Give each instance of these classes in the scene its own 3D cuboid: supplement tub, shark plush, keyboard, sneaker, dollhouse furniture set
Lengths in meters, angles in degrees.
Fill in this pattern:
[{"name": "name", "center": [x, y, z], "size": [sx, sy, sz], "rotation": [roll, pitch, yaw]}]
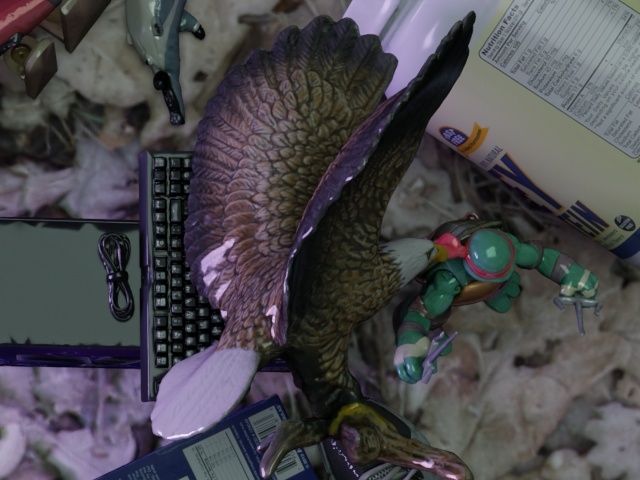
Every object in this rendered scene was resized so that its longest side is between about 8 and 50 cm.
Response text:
[{"name": "supplement tub", "center": [0.196, -0.151, 1.475], "size": [0.325, 0.235, 0.235], "rotation": [33, 80, -1]}, {"name": "shark plush", "center": [-0.120, -0.179, 1.540], "size": [0.067, 0.073, 0.161], "rotation": [-4, 76, -37]}, {"name": "keyboard", "center": [-0.105, 0.025, 1.340], "size": [0.108, 0.023, 0.180], "rotation": [0, 82, -6]}, {"name": "sneaker", "center": [0.084, 0.215, 1.464], "size": [0.086, 0.132, 0.228], "rotation": [-35, 87, -10]}, {"name": "dollhouse furniture set", "center": [-0.270, -0.193, 1.488], "size": [0.151, 0.123, 0.144], "rotation": [35, 80, 0]}]

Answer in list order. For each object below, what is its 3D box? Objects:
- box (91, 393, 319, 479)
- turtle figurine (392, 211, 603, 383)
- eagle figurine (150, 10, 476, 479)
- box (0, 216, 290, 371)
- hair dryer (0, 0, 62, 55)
[{"name": "box", "center": [-0.096, 0.222, 1.446], "size": [0.225, 0.036, 0.136], "rotation": [-22, 84, -37]}, {"name": "turtle figurine", "center": [0.124, 0.037, 1.442], "size": [0.175, 0.234, 0.118], "rotation": [-17, 85, -8]}, {"name": "eagle figurine", "center": [0.006, -0.002, 1.265], "size": [0.226, 0.225, 0.298], "rotation": [0, 102, 18]}, {"name": "box", "center": [-0.124, 0.046, 1.440], "size": [0.261, 0.184, 0.103], "rotation": [2, 84, -6]}, {"name": "hair dryer", "center": [-0.286, -0.136, 1.417], "size": [0.224, 0.080, 0.293], "rotation": [-5, 78, 23]}]
